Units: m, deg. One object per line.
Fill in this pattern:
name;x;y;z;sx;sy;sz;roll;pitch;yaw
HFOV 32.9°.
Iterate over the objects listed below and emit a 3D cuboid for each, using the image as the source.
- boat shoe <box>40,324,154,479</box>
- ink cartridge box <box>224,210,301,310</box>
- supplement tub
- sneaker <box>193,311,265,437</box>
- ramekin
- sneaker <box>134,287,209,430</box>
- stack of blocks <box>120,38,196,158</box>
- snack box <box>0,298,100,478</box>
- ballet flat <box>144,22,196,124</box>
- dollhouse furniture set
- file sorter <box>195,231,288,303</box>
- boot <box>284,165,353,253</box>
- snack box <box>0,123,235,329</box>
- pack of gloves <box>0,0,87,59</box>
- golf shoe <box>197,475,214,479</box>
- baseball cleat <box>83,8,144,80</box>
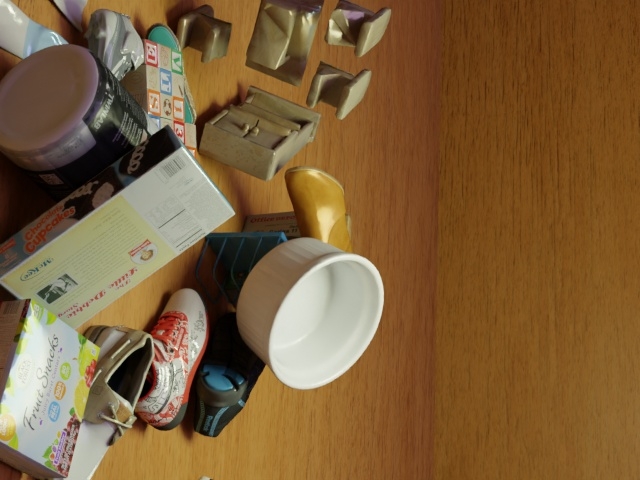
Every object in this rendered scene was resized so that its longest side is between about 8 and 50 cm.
boat shoe;-0.343;0.259;1.676;0.113;0.103;0.302;61;33;-48
ink cartridge box;-0.098;0.042;2.284;0.087;0.153;0.208;63;30;-43
supplement tub;-0.335;-0.131;1.632;0.316;0.193;0.194;55;38;-55
sneaker;-0.178;0.253;2.142;0.341;0.125;0.140;-54;164;-63
ramekin;-0.026;0.129;2.046;0.277;0.135;0.277;-22;126;-33
sneaker;-0.272;0.184;1.893;0.145;0.090;0.270;56;39;-57
stack of blocks;-0.294;-0.187;1.894;0.171;0.087;0.297;1;86;-69
snack box;-0.410;0.213;1.545;0.174;0.070;0.207;50;40;-49
ballet flat;-0.281;-0.305;2.001;0.067;0.073;0.206;-113;-169;-65
dollhouse furniture set;-0.078;-0.356;2.143;0.256;0.362;0.394;-52;162;-58
file sorter;-0.144;0.059;2.139;0.118;0.170;0.105;64;35;-45
boot;-0.001;0.000;2.198;0.295;0.104;0.211;52;38;-55
snack box;-0.300;-0.009;1.579;0.060;0.322;0.187;53;-1;37
pack of gloves;-0.417;-0.354;1.659;0.232;0.046;0.195;36;53;-64
golf shoe;-0.232;0.476;1.997;0.198;0.077;0.094;63;20;-60
baseball cleat;-0.336;-0.268;1.760;0.109;0.072;0.206;4;96;-46
